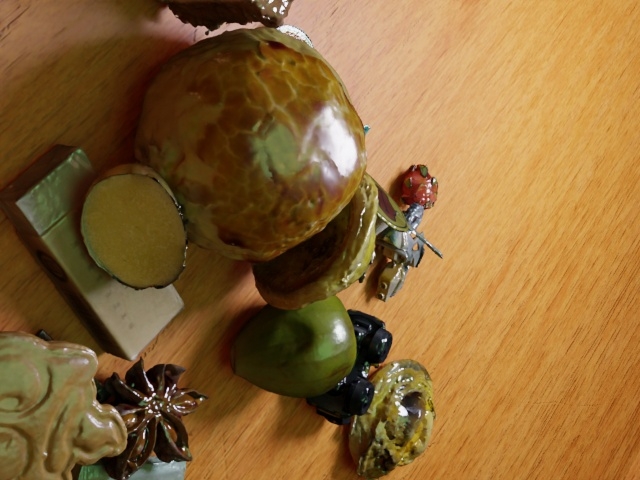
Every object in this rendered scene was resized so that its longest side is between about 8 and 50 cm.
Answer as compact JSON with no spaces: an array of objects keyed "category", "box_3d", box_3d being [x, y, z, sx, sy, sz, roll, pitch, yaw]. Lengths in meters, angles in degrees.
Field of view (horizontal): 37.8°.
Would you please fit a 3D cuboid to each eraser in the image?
[{"category":"eraser","box_3d":[-0.351,0.024,1.463,0.144,0.078,0.343,-49,130,-28]}]

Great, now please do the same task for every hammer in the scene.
[{"category":"hammer","box_3d":[-0.397,0.203,1.503,0.062,0.017,0.182,-55,131,-22]}]

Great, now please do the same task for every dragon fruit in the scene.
[{"category":"dragon fruit","box_3d":[0.215,-0.118,2.023,0.086,0.081,0.116,45,44,-57]}]

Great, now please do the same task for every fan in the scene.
[{"category":"fan","box_3d":[0.126,-0.071,1.828,0.335,0.229,0.011,41,106,-17]}]

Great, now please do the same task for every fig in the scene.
[{"category":"fig","box_3d":[-0.042,0.200,1.735,0.230,0.207,0.207,-31,120,-37]}]

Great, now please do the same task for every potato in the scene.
[{"category":"potato","box_3d":[-0.268,-0.027,1.403,0.081,0.164,0.200,-87,168,-60]}]

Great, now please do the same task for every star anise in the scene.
[{"category":"star anise","box_3d":[-0.295,0.301,1.568,0.220,0.099,0.214,48,62,-40]}]

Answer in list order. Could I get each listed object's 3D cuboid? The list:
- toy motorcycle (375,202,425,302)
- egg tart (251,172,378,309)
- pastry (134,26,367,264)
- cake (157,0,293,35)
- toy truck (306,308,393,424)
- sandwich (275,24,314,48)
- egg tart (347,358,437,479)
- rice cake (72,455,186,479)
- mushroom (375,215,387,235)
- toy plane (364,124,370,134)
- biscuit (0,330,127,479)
[{"category":"toy motorcycle","box_3d":[0.156,0.030,1.976,0.130,0.094,0.229,-33,143,-51]},{"category":"egg tart","box_3d":[0.000,0.000,1.676,0.115,0.290,0.290,39,71,-42]},{"category":"pastry","box_3d":[-0.100,-0.152,1.514,0.389,0.313,0.388,-11,105,-47]},{"category":"cake","box_3d":[-0.172,-0.498,1.398,0.290,0.256,0.282,40,69,-46]},{"category":"toy truck","box_3d":[0.060,0.263,1.922,0.224,0.147,0.165,-66,160,-16]},{"category":"sandwich","box_3d":[-0.049,-0.353,1.725,0.067,0.029,0.135,-57,135,-12]},{"category":"egg tart","box_3d":[0.176,0.411,2.080,0.297,0.132,0.297,-21,120,-42]},{"category":"rice cake","box_3d":[-0.329,0.433,1.608,0.237,0.043,0.127,8,94,-47]},{"category":"mushroom","box_3d":[0.060,-0.074,1.856,0.247,0.096,0.108,28,73,-45]},{"category":"toy plane","box_3d":[0.013,-0.232,1.795,0.235,0.060,0.096,38,72,-45]},{"category":"biscuit","box_3d":[-0.455,0.268,1.363,0.376,0.051,0.269,15,90,-32]}]
